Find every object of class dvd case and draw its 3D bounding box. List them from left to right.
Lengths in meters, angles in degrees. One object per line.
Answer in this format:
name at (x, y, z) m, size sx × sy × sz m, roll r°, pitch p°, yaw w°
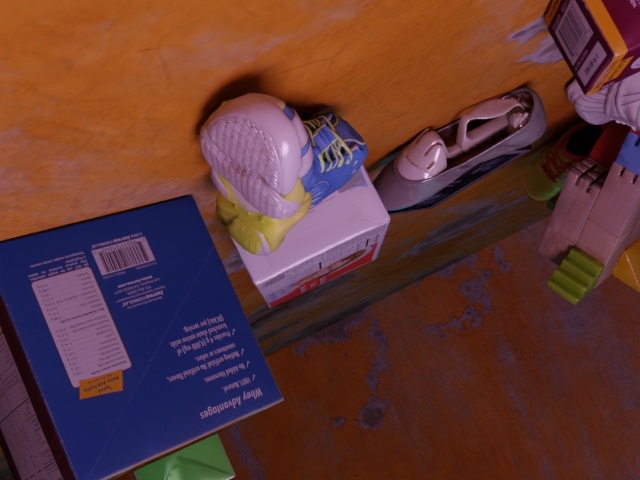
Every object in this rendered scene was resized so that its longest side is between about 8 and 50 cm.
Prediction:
dvd case at (0.165, -0.087, 1.238) m, size 0.179 × 0.029 × 0.239 m, roll -31°, pitch 170°, yaw 30°

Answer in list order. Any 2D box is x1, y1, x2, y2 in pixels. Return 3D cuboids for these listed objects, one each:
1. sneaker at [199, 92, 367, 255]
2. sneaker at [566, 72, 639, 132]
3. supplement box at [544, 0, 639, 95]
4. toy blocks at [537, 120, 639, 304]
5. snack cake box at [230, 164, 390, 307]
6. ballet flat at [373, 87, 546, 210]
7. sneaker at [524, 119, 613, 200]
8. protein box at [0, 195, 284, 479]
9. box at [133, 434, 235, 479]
sneaker at (-0.021, -0.073, 0.709) m, size 0.126 × 0.091 × 0.240 m, roll -42°, pitch 175°, yaw -17°
sneaker at (0.353, -0.158, 1.049) m, size 0.090 × 0.115 × 0.232 m, roll -25°, pitch 171°, yaw -2°
supplement box at (0.287, -0.201, 0.736) m, size 0.188 × 0.080 × 0.104 m, roll -25°, pitch 171°, yaw 0°
toy blocks at (0.450, -0.112, 1.264) m, size 0.381 × 0.191 × 0.261 m, roll -31°, pitch 147°, yaw -37°
snack cake box at (-0.015, -0.004, 1.035) m, size 0.152 × 0.089 × 0.264 m, roll -26°, pitch 171°, yaw -5°
ballet flat at (0.143, -0.106, 1.006) m, size 0.213 × 0.072 × 0.068 m, roll -26°, pitch 144°, yaw 1°
sneaker at (0.382, -0.133, 1.423) m, size 0.094 × 0.081 × 0.208 m, roll -15°, pitch 155°, yaw -48°
protein box at (-0.178, 0.096, 0.801) m, size 0.200 × 0.201 × 0.136 m, roll -18°, pitch 169°, yaw -39°
box at (-0.237, 0.248, 1.333) m, size 0.127 × 0.262 × 0.231 m, roll -23°, pitch 170°, yaw -13°
